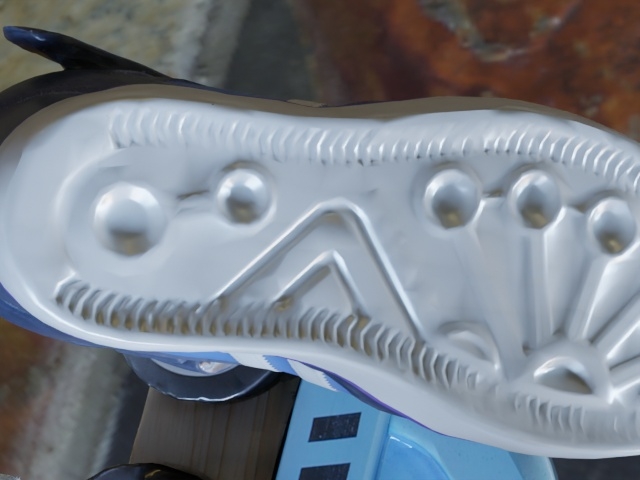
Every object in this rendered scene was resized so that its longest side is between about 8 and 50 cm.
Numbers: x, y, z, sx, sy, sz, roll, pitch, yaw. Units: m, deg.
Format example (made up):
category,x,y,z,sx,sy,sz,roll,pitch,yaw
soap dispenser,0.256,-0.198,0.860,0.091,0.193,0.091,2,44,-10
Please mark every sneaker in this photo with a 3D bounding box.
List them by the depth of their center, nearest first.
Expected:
category,x,y,z,sx,sy,sz,roll,pitch,yaw
sneaker,0.000,0.000,0.688,0.322,0.236,0.130,10,91,-19

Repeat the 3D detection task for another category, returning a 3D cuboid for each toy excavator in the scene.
category,x,y,z,sx,sy,sz,roll,pitch,yaw
toy excavator,0.081,0.225,0.947,0.445,0.222,0.433,12,84,12

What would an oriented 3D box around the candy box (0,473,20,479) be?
category,x,y,z,sx,sy,sz,roll,pitch,yaw
candy box,-0.263,0.118,0.707,0.233,0.159,0.071,12,90,2
